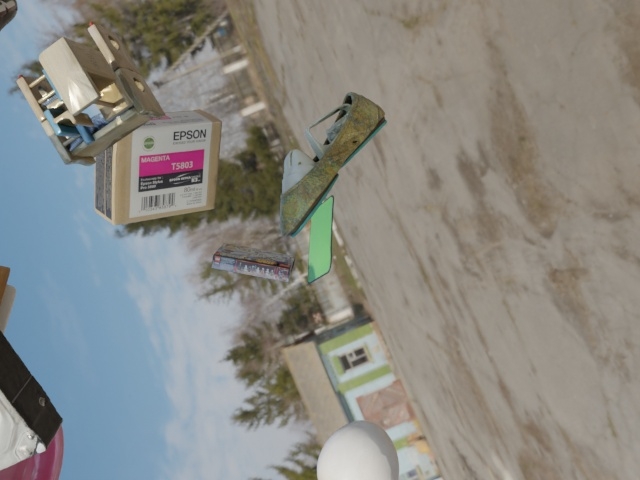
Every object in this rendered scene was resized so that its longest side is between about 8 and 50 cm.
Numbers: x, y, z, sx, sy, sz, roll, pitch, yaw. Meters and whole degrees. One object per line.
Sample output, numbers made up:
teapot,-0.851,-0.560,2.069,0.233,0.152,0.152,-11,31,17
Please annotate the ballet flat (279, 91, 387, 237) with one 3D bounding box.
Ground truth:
ballet flat,-0.001,-0.159,1.320,0.123,0.348,0.123,31,156,15

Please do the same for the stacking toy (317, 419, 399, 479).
stacking toy,-0.011,0.474,0.906,0.350,0.351,0.480,70,-145,-66

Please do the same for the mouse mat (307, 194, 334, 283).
mouse mat,0.000,0.000,1.616,0.152,0.007,0.189,145,130,-64

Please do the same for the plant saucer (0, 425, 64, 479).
plant saucer,-0.611,0.412,1.207,0.332,0.084,0.332,-24,-63,-60

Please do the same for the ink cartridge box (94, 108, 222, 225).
ink cartridge box,-0.315,-0.146,1.327,0.088,0.235,0.193,31,122,39

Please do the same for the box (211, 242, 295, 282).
box,-0.117,0.038,1.206,0.094,0.137,0.027,-72,-8,-77

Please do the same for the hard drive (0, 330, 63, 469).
hard drive,-0.456,0.113,0.686,0.064,0.237,0.339,-91,-23,-71

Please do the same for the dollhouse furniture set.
dollhouse furniture set,-0.302,-0.179,0.807,0.129,0.129,0.184,59,-170,1

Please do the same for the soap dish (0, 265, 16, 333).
soap dish,-0.680,0.179,1.180,0.118,0.291,0.229,46,-166,-32

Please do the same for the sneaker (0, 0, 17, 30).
sneaker,-0.571,-0.281,1.059,0.281,0.106,0.162,-59,-26,-52
